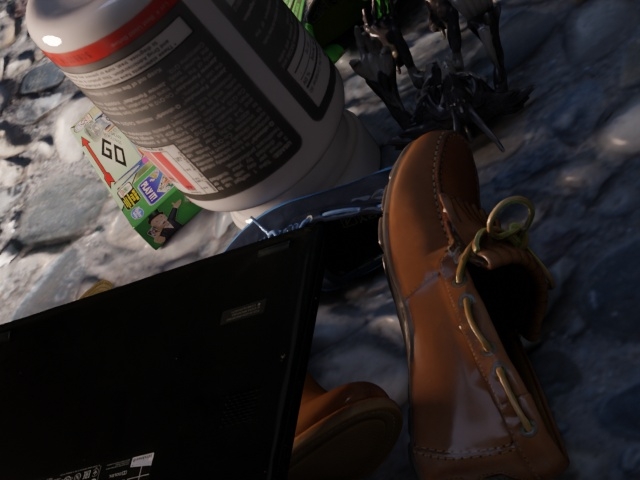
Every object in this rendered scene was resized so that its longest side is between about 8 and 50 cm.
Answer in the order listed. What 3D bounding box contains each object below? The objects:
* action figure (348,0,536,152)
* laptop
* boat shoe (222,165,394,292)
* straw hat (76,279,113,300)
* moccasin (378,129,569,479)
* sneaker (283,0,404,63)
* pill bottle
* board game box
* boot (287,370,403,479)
[{"bbox_3d":[0.112,-0.188,1.547,0.164,0.141,0.276,-25,35,4],"label":"action figure"},{"bbox_3d":[-0.121,0.252,1.195,0.382,0.236,0.408,-17,43,30],"label":"laptop"},{"bbox_3d":[0.000,0.000,1.475,0.258,0.109,0.089,-32,22,19],"label":"boat shoe"},{"bbox_3d":[-0.242,0.119,1.628,0.061,0.144,0.144,31,72,11],"label":"straw hat"},{"bbox_3d":[0.134,0.046,1.268,0.147,0.139,0.380,-25,37,20],"label":"moccasin"},{"bbox_3d":[0.081,-0.329,1.762,0.343,0.134,0.146,-48,40,8],"label":"sneaker"},{"bbox_3d":[-0.106,-0.160,1.530,0.210,0.363,0.210,-26,38,22],"label":"pill bottle"},{"bbox_3d":[-0.181,-0.137,1.865,0.213,0.046,0.317,-43,34,1],"label":"board game box"},{"bbox_3d":[-0.038,0.110,1.290,0.283,0.109,0.220,132,133,-55],"label":"boot"}]
